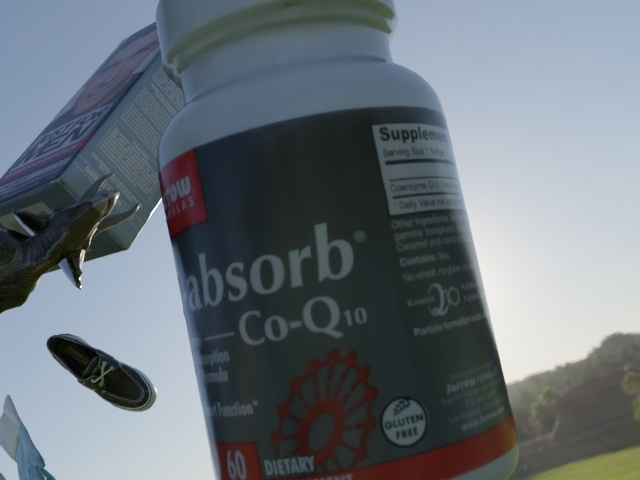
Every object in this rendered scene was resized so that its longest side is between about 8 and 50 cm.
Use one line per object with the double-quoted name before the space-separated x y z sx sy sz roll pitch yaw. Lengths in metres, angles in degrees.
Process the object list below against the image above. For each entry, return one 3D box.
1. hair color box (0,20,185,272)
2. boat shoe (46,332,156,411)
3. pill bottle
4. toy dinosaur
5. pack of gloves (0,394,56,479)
"hair color box" -0.244 -0.139 0.954 0.185 0.374 0.113 -14 -53 36
"boat shoe" -0.396 0.238 1.366 0.078 0.219 0.070 -60 -10 -10
"pill bottle" 0.000 0.000 0.543 0.210 0.363 0.210 -12 -5 -1
"toy dinosaur" -0.327 0.020 0.656 0.313 0.121 0.160 -2 14 4
"pack of gloves" -0.453 0.375 1.162 0.046 0.195 0.232 10 11 -36
